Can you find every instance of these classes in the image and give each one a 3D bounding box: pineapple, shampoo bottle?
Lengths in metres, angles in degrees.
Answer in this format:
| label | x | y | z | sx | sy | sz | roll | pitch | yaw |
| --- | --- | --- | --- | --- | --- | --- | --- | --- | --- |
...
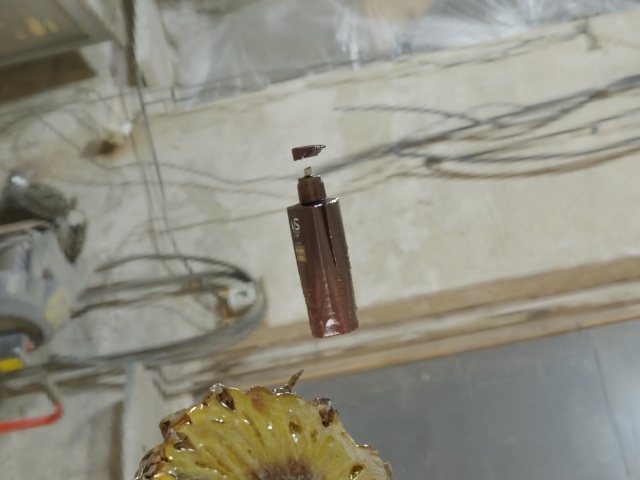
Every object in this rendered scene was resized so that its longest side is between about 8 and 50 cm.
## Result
| label | x | y | z | sx | sy | sz | roll | pitch | yaw |
| --- | --- | --- | --- | --- | --- | --- | --- | --- | --- |
| pineapple | -0.040 | 0.166 | 0.853 | 0.079 | 0.233 | 0.135 | -45 | -145 | 40 |
| shampoo bottle | 0.000 | 0.000 | 1.399 | 0.067 | 0.068 | 0.236 | -22 | 104 | -56 |
